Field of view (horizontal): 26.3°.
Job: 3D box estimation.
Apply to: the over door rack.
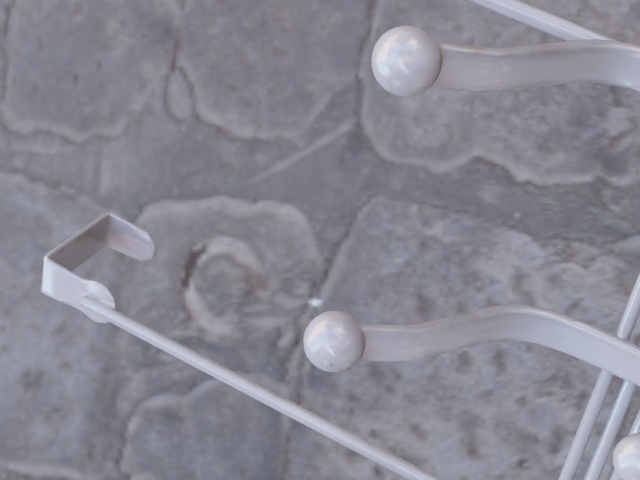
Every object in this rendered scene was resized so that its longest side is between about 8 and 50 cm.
[{"bbox_3d":[0.000,0.000,0.522,0.324,0.108,0.240,33,128,28],"label":"over door rack"}]
